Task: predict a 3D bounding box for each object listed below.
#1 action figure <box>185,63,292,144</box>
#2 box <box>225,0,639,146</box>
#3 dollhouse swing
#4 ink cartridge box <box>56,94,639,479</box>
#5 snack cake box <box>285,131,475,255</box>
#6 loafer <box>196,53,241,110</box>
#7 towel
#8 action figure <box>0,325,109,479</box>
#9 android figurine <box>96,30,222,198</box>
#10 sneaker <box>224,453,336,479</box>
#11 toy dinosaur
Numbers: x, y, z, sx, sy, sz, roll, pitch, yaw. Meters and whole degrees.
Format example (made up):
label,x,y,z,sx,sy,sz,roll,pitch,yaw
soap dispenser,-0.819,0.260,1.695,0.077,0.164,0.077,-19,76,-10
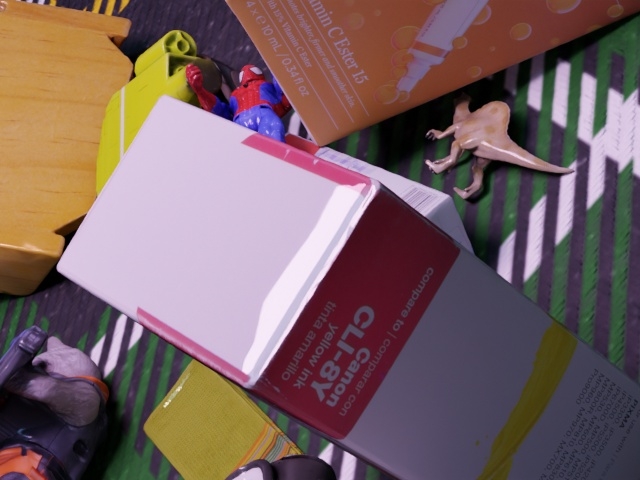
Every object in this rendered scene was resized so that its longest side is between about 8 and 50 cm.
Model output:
label,x,y,z,sx,sy,sz,roll,pitch,yaw
action figure,-0.076,-0.136,1.559,0.091,0.139,0.280,-22,24,7
box,0.099,-0.270,1.511,0.345,0.215,0.168,-23,45,12
dollhouse swing,-0.404,-0.073,2.038,0.315,0.305,0.346,10,58,2
ink cartridge box,0.040,0.077,1.214,0.279,0.385,0.160,24,81,51
snack cake box,0.000,0.000,1.513,0.152,0.089,0.264,-38,34,-19
loafer,-0.100,-0.096,1.732,0.096,0.084,0.267,-35,41,18
towel,-0.093,0.196,1.543,0.102,0.021,0.237,-51,38,-1
action figure,-0.312,0.253,1.654,0.341,0.179,0.330,-46,21,54
android figurine,-0.179,-0.097,1.769,0.273,0.056,0.248,-29,59,58
sneaker,-0.028,0.245,1.236,0.447,0.169,0.257,-47,24,50
toy dinosaur,0.147,-0.088,1.506,0.092,0.053,0.183,-47,38,2
